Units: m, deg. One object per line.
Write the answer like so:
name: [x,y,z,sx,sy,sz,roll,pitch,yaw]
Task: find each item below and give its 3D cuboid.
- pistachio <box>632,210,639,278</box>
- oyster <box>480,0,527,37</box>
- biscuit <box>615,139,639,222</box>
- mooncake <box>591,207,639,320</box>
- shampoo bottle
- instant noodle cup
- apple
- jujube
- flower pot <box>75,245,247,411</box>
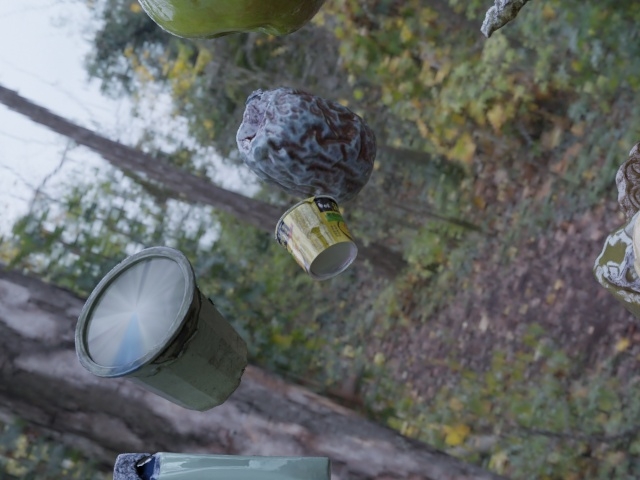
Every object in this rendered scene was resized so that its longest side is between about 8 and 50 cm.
pistachio: [0.483,-0.032,1.201,0.187,0.188,0.299,-71,7,-83]
oyster: [0.351,-0.532,1.628,0.111,0.204,0.395,-18,-74,-68]
biscuit: [0.673,-0.077,1.867,0.049,0.258,0.272,109,171,-52]
mooncake: [0.647,-0.027,1.643,0.393,0.246,0.394,-28,36,49]
shampoo bottle: [-0.162,0.397,1.687,0.134,0.360,0.078,90,-178,-55]
instant noodle cup: [0.000,0.000,2.056,0.152,0.122,0.151,-25,-33,-18]
apple: [-0.124,-0.438,1.475,0.338,0.339,0.304,110,162,-87]
jujube: [-0.025,-0.203,2.169,0.226,0.317,0.226,-31,47,39]
flower pot: [-0.214,0.142,1.499,0.202,0.212,0.212,41,-121,-44]
